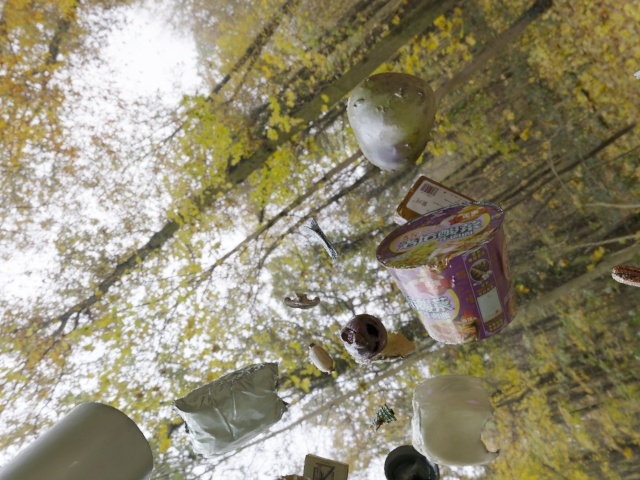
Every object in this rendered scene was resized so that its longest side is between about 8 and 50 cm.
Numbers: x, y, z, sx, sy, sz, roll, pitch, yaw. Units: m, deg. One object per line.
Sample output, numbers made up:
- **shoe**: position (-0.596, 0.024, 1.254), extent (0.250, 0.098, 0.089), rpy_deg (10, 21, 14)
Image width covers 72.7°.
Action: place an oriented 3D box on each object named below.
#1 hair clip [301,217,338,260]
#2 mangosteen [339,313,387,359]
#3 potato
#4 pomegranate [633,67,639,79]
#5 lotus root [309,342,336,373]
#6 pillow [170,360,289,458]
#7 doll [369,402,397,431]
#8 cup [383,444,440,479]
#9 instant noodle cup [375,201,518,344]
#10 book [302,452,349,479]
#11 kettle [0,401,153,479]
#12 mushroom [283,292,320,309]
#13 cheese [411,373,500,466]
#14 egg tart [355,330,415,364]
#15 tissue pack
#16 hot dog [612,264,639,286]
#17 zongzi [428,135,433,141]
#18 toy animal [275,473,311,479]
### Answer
- **hair clip**: position (0.000, 0.001, 1.025), extent (0.039, 0.030, 0.115), rpy_deg (-28, -113, -28)
- **mangosteen**: position (0.134, 0.306, 1.376), extent (0.152, 0.152, 0.152), rpy_deg (40, -149, -30)
- **potato**: position (0.171, -0.280, 1.060), extent (0.307, 0.210, 0.173), rpy_deg (61, -142, -68)
- **pomegranate**: position (0.316, -0.262, 0.324), extent (0.231, 0.230, 0.286), rpy_deg (-91, 2, -47)
- **lotus root**: position (0.005, 0.457, 1.668), extent (0.062, 0.073, 0.150), rpy_deg (-19, -126, -41)
- **pillow**: position (-0.241, 0.473, 1.234), extent (0.138, 0.309, 0.283), rpy_deg (52, 158, 46)
- **doll**: position (0.230, 0.673, 1.667), extent (0.078, 0.113, 0.077), rpy_deg (-134, 26, -81)
- **cup**: position (0.331, 0.883, 1.594), extent (0.199, 0.199, 0.150), rpy_deg (-70, -22, -58)
- **instant noodle cup**: position (0.342, 0.091, 1.127), extent (0.266, 0.339, 0.340), rpy_deg (65, -156, -16)
- **book**: position (0.005, 0.839, 1.425), extent (0.026, 0.161, 0.231), rpy_deg (31, -117, -59)
- **kettle**: position (-0.476, 0.444, 0.705), extent (0.318, 0.264, 0.205), rpy_deg (-49, -48, -68)
- **mushroom**: position (-0.051, 0.167, 1.189), extent (0.019, 0.101, 0.049), rpy_deg (-87, -4, -69)
- **cheese**: position (0.367, 0.496, 1.198), extent (0.127, 0.233, 0.266), rpy_deg (-68, -23, -68)
- **egg tart**: position (0.243, 0.409, 1.675), extent (0.231, 0.252, 0.098), rpy_deg (-15, -93, -21)
- **tissue pack**: position (0.381, -0.090, 1.418), extent (0.226, 0.183, 0.092), rpy_deg (32, 167, 22)
- **hot dog**: position (0.857, 0.098, 1.153), extent (0.062, 0.144, 0.038), rpy_deg (-45, -50, -26)
- **zongzi**: position (0.340, -0.395, 1.455), extent (0.130, 0.154, 0.062), rpy_deg (-19, -144, -26)
- **toy animal**: position (-0.054, 0.468, 0.748), extent (0.098, 0.098, 0.137), rpy_deg (60, -166, 6)
